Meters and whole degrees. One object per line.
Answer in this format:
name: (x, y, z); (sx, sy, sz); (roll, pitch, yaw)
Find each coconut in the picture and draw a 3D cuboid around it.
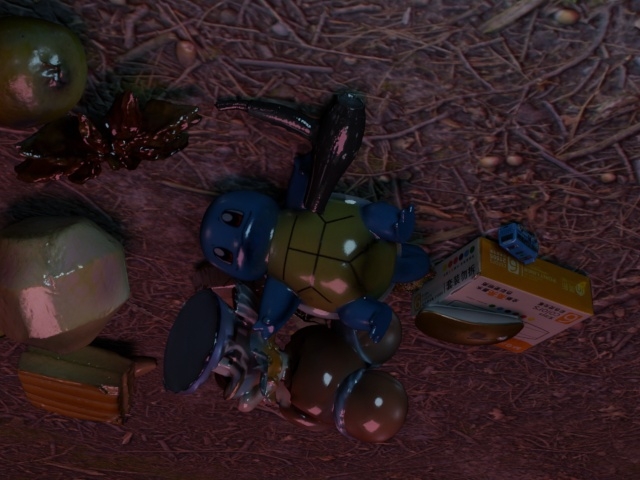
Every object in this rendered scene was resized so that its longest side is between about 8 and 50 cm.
coconut: (-0.459, 0.081, 1.675); (0.259, 0.259, 0.259); (2, 150, 1)

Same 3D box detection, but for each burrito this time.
burrito: (-0.021, 0.159, 1.947); (0.074, 0.044, 0.118); (1, 152, 9)

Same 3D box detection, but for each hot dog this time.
hot dog: (-0.118, 0.083, 1.810); (0.252, 0.069, 0.131); (-6, 139, 9)

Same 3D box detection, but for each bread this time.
bread: (-0.543, 0.324, 2.176); (0.246, 0.111, 0.239); (14, 149, 0)

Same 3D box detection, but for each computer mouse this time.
computer mouse: (0.271, 0.159, 1.747); (0.199, 0.045, 0.102); (10, 152, -8)

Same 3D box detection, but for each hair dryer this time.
hair dryer: (-0.054, -0.152, 1.397); (0.219, 0.075, 0.195); (21, 126, -2)

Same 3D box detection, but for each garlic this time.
garlic: (-0.419, 0.294, 2.214); (0.083, 0.041, 0.053); (-20, 148, 21)

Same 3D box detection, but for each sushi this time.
sushi: (0.162, 0.070, 1.768); (0.061, 0.060, 0.118); (16, 148, -31)

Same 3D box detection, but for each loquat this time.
loquat: (-0.391, -0.217, 1.243); (0.195, 0.152, 0.152); (1, 155, 40)

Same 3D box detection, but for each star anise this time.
star anise: (-0.303, -0.141, 1.360); (0.288, 0.088, 0.288); (-18, 167, -4)

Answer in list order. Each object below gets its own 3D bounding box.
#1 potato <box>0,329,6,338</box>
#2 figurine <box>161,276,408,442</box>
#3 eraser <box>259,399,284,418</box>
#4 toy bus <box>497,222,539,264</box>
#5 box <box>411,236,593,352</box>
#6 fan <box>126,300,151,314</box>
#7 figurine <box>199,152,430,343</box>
potato: (-0.703, 0.105, 1.842); (0.271, 0.111, 0.160); (2, 125, 4)
figurine: (-0.050, 0.208, 1.688); (0.388, 0.277, 0.248); (24, 138, -29)
eraser: (-0.091, 0.334, 2.214); (0.124, 0.081, 0.279); (-14, 146, 27)
toy bus: (0.344, 0.005, 1.657); (0.038, 0.046, 0.083); (-22, 141, 35)
box: (0.338, 0.107, 1.786); (0.274, 0.091, 0.221); (18, 147, -23)
fan: (-0.448, 0.087, 1.892); (0.190, 0.009, 0.329); (-17, 144, 29)
figurine: (0.019, 0.012, 1.561); (0.416, 0.298, 0.243); (10, -167, -20)
